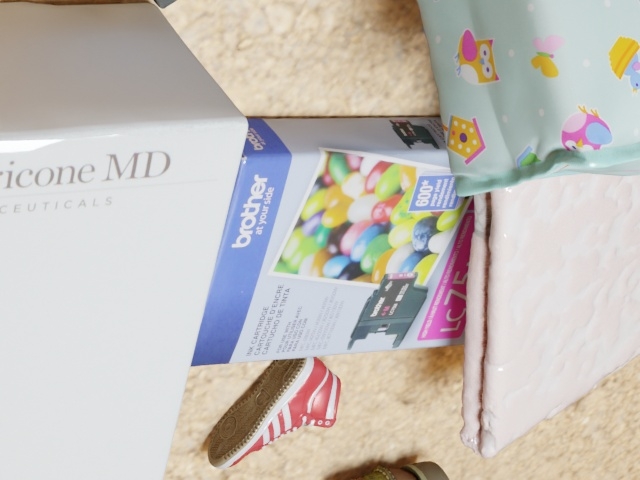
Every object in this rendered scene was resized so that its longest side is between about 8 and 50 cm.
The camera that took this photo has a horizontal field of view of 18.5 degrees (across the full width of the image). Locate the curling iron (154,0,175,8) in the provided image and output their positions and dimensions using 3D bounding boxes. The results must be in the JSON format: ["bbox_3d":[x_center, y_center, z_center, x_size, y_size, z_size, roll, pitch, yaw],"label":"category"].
[{"bbox_3d":[-0.006,-0.246,1.255,0.274,0.035,0.068,-42,132,3],"label":"curling iron"}]

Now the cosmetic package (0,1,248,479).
[{"bbox_3d":[-0.220,0.079,1.294,0.230,0.161,0.453,-6,127,-29],"label":"cosmetic package"}]

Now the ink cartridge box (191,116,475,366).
[{"bbox_3d":[0.000,0.000,1.446,0.311,0.065,0.186,-1,125,-30],"label":"ink cartridge box"}]

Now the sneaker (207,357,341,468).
[{"bbox_3d":[-0.032,0.142,1.552,0.118,0.042,0.067,-48,132,7],"label":"sneaker"}]

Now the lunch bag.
[{"bbox_3d":[0.201,-0.155,1.309,0.262,0.160,0.223,-10,87,-37],"label":"lunch bag"}]

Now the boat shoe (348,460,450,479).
[{"bbox_3d":[0.033,0.325,1.709,0.104,0.111,0.307,-5,118,-25],"label":"boat shoe"}]

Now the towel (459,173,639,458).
[{"bbox_3d":[0.235,-0.023,1.531,0.332,0.053,0.317,-30,137,-30],"label":"towel"}]
